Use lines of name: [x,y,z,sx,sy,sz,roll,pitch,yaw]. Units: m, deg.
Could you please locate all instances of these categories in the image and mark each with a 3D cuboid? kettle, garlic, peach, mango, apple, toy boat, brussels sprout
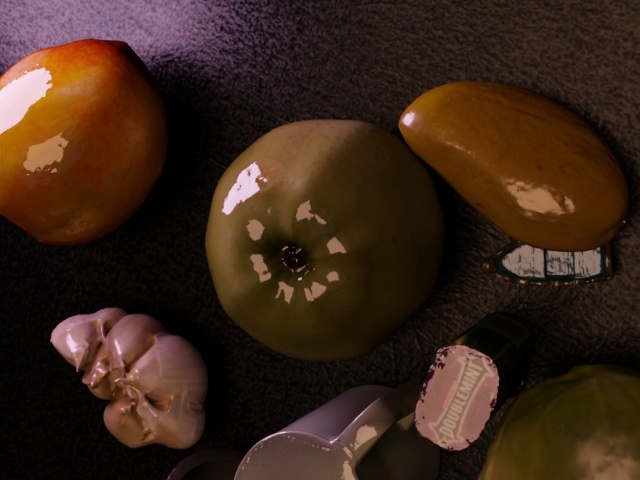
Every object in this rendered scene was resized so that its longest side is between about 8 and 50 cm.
kettle: [0.052,0.322,1.805,0.265,0.318,0.205,-18,86,24]
garlic: [-0.283,0.205,2.000,0.184,0.203,0.281,-36,76,2]
peach: [-0.379,-0.157,1.967,0.308,0.308,0.332,36,91,16]
mango: [0.279,-0.113,1.758,0.331,0.142,0.195,42,71,15]
apple: [0.000,0.000,1.801,0.357,0.357,0.357,2,95,22]
toy boat: [0.319,0.029,1.799,0.185,0.077,0.075,0,95,22]
brussels sprout: [0.381,0.326,1.708,0.344,0.268,0.344,8,104,36]

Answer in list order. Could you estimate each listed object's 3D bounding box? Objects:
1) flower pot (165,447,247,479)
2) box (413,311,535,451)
flower pot: [-0.174,0.467,1.972,0.166,0.269,0.269,-32,81,45]
box: [0.215,0.181,1.711,0.097,0.345,0.134,22,99,14]
